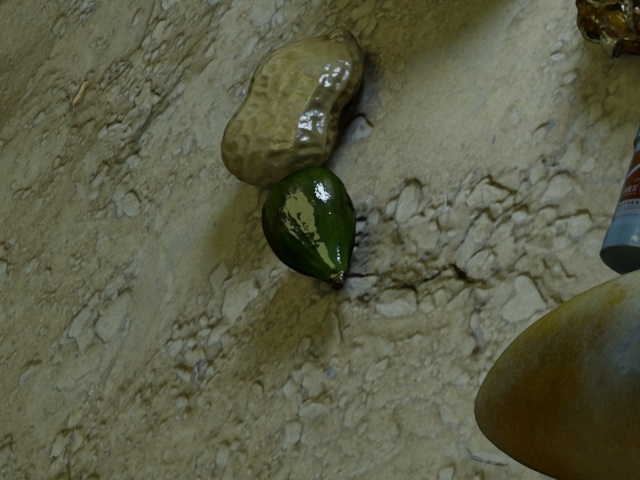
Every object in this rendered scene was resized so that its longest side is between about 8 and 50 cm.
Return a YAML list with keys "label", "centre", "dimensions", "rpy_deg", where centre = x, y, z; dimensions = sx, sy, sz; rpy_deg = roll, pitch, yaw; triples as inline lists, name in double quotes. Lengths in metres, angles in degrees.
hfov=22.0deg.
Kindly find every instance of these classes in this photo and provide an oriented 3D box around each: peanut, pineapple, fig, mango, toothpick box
- label: "peanut"
  centre: [-0.031, -0.171, 2.110]
  dimensions: [0.196, 0.110, 0.233]
  rpy_deg: [11, 74, 55]
- label: "pineapple"
  centre: [0.302, -0.298, 1.731]
  dimensions: [0.161, 0.158, 0.334]
  rpy_deg: [-33, 41, 34]
- label: "fig"
  centre: [0.000, 0.000, 1.943]
  dimensions: [0.117, 0.117, 0.177]
  rpy_deg: [-44, 52, 20]
- label: "mango"
  centre: [0.286, 0.125, 1.363]
  dimensions: [0.384, 0.199, 0.221]
  rpy_deg: [-16, 53, 48]
- label: "toothpick box"
  centre: [0.329, -0.042, 1.536]
  dimensions: [0.101, 0.101, 0.153]
  rpy_deg: [-3, 61, 52]
